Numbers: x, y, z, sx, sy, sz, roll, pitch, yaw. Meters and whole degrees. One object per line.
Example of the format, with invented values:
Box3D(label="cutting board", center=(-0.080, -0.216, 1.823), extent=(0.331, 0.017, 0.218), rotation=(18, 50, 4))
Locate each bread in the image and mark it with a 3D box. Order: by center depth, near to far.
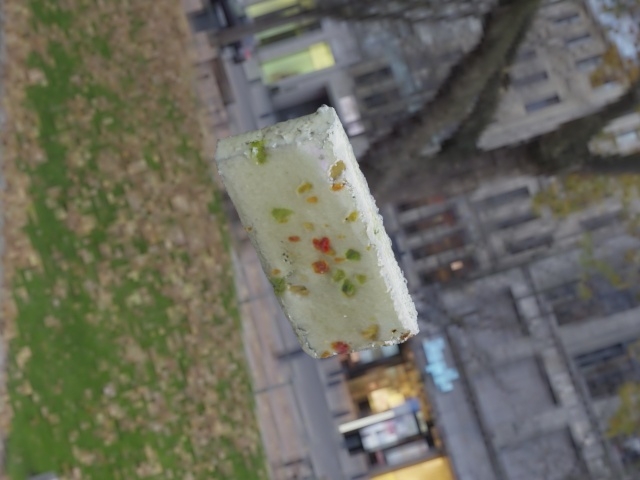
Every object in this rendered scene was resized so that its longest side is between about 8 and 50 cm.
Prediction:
Box3D(label="bread", center=(0.000, 0.000, 0.785), extent=(0.028, 0.068, 0.153), rotation=(-87, 159, -51))
